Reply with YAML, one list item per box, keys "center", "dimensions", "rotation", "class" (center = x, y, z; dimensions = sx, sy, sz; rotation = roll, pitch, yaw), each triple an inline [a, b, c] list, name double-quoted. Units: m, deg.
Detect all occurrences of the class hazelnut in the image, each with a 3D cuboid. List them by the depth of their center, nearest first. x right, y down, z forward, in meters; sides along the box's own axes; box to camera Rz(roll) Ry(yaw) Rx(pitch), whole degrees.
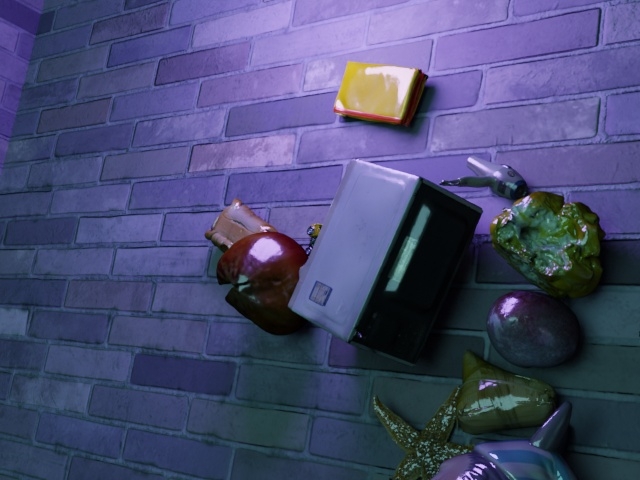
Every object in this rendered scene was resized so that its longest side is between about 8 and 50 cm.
- center: [-0.120, 0.101, 2.035]
  dimensions: [0.217, 0.217, 0.251]
  rotation: [-35, 80, 25]
  class: "hazelnut"

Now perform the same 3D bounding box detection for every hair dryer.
- center: [0.307, -0.134, 1.816]
  dimensions: [0.167, 0.199, 0.067]
  rotation: [-122, 37, -62]
  class: "hair dryer"

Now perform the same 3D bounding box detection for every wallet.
- center: [0.140, -0.346, 2.096]
  dimensions: [0.241, 0.067, 0.141]
  rotation: [19, 91, 46]
  class: "wallet"

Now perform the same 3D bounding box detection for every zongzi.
- center: [0.354, 0.273, 1.690]
  dimensions: [0.194, 0.099, 0.197]
  rotation: [-8, 40, 20]
  class: "zongzi"

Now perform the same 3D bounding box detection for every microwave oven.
- center: [0.139, 0.046, 1.830]
  dimensions: [0.286, 0.218, 0.355]
  rotation: [22, 88, 56]
  class: "microwave oven"

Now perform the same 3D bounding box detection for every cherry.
- center: [0.387, 0.161, 1.640]
  dimensions: [0.176, 0.176, 0.140]
  rotation: [5, 54, 40]
  class: "cherry"

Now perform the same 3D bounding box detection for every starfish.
- center: [0.222, 0.400, 1.766]
  dimensions: [0.231, 0.048, 0.295]
  rotation: [-43, 58, 13]
  class: "starfish"

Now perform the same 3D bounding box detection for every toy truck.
- center: [0.000, 0.000, 2.089]
  dimensions: [0.054, 0.049, 0.083]
  rotation: [-6, 72, 36]
  class: "toy truck"

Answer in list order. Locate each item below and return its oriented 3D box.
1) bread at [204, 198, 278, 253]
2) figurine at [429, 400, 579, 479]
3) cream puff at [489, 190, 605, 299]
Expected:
- center: [-0.194, -0.011, 2.230]
  dimensions: [0.134, 0.081, 0.225]
  rotation: [-55, 47, 3]
  class: "bread"
- center: [0.331, 0.437, 1.483]
  dimensions: [0.377, 0.266, 0.361]
  rotation: [-65, 22, -5]
  class: "figurine"
- center: [0.441, 0.002, 1.658]
  dimensions: [0.221, 0.195, 0.194]
  rotation: [42, 103, 22]
  class: "cream puff"
